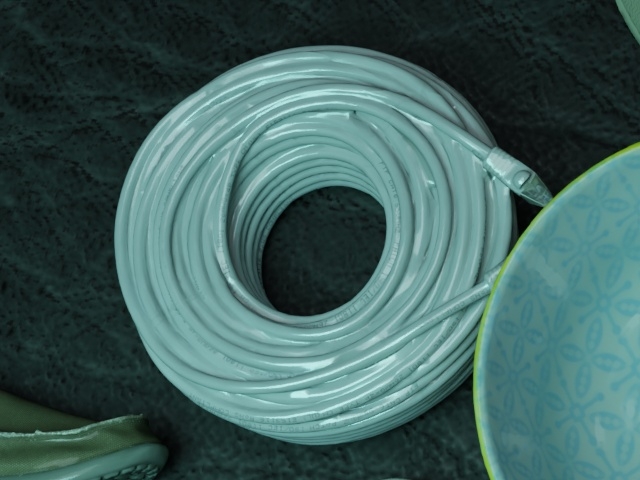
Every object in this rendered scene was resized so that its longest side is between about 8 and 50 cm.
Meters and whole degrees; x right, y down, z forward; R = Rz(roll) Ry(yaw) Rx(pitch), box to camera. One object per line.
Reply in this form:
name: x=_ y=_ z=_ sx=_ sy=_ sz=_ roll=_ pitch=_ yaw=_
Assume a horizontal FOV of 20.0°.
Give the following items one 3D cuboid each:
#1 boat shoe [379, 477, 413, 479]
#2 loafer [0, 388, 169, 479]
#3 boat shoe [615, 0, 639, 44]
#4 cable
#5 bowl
boat shoe: x=-0.009 y=0.291 z=1.028 sx=0.127 sy=0.158 sz=0.341 roll=15 pitch=78 yaw=20
loafer: x=-0.220 y=0.130 z=1.175 sx=0.251 sy=0.094 sz=0.087 roll=-7 pitch=76 yaw=15
boat shoe: x=0.269 y=-0.128 z=1.133 sx=0.079 sy=0.084 sz=0.233 roll=-22 pitch=54 yaw=-32
cable: x=0.000 y=0.000 z=1.155 sx=0.257 sy=0.089 sz=0.257 roll=-41 pitch=66 yaw=2
bowl: x=0.241 y=0.093 z=1.016 sx=0.289 sy=0.156 sz=0.290 roll=-5 pitch=73 yaw=15
